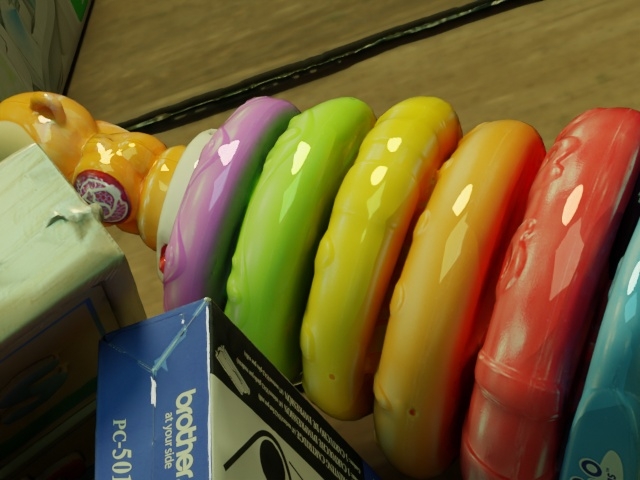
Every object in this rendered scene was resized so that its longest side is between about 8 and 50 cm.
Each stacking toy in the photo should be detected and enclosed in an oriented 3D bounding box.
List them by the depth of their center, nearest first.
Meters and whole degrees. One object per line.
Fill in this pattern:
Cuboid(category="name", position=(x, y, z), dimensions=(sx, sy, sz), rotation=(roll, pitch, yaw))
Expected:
Cuboid(category="stacking toy", position=(0.000, 0.000, 0.664), dimensions=(0.301, 0.175, 0.166), rotation=(18, 49, 13))

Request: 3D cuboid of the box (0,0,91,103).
Cuboid(category="box", position=(-0.278, -0.092, 0.908), dimensions=(0.262, 0.127, 0.231), rotation=(-1, 52, 16))

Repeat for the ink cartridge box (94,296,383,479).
Cuboid(category="ink cartridge box", position=(-0.006, 0.117, 0.598), dimensions=(0.046, 0.207, 0.097), rotation=(-19, 50, 18))

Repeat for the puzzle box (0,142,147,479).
Cuboid(category="puzzle box", position=(-0.232, 0.144, 0.616), dimensions=(0.409, 0.272, 0.052), rotation=(-37, 75, -10))
